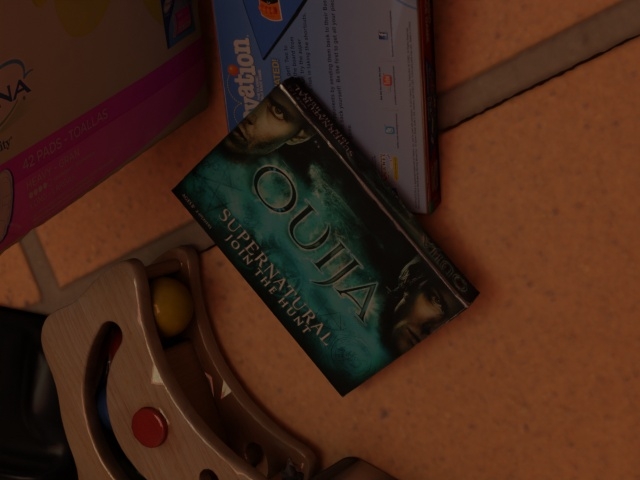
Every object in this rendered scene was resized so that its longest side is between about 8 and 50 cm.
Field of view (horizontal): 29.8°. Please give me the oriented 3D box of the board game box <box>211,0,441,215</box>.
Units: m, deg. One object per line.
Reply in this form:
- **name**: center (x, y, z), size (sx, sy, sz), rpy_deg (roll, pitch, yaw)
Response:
- **board game box**: center (-0.001, -0.153, 0.760), size (0.145, 0.027, 0.281), rpy_deg (6, 117, 21)

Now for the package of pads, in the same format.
- **package of pads**: center (-0.177, -0.140, 0.705), size (0.101, 0.296, 0.229), rpy_deg (8, 120, 22)

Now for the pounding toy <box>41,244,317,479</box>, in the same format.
- **pounding toy**: center (-0.110, 0.146, 0.821), size (0.154, 0.155, 0.269), rpy_deg (-13, 91, 28)

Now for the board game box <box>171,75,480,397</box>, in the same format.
- **board game box**: center (0.000, 0.000, 0.797), size (0.186, 0.026, 0.126), rpy_deg (50, 125, 0)

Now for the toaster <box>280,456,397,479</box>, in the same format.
- **toaster**: center (0.027, 0.250, 0.801), size (0.168, 0.110, 0.185), rpy_deg (31, 108, 16)

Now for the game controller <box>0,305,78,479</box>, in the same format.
- **game controller**: center (-0.326, 0.124, 0.971), size (0.319, 0.067, 0.166), rpy_deg (9, 86, 21)
